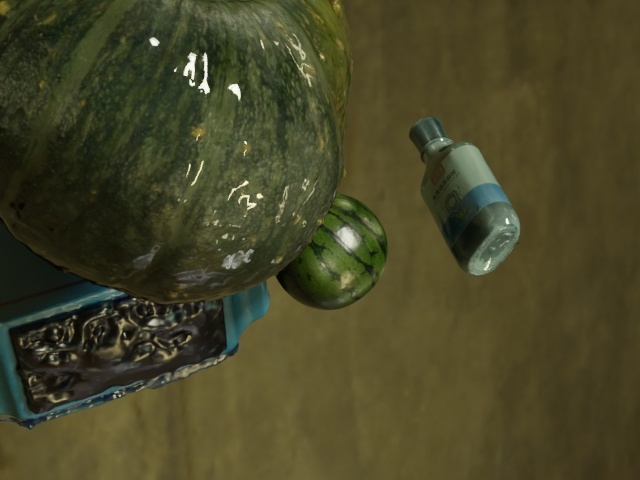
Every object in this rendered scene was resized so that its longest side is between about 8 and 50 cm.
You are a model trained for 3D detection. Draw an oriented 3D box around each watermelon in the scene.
[{"bbox_3d":[0.004,0.006,1.172,0.109,0.109,0.109,-10,101,-63],"label":"watermelon"}]

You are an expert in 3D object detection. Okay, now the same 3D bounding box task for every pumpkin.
[{"bbox_3d":[-0.109,-0.121,0.976,0.291,0.257,0.328,31,45,-11],"label":"pumpkin"}]

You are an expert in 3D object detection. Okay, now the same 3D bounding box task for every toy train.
[{"bbox_3d":[-0.216,0.012,1.285,0.188,0.300,0.265,87,-20,-49],"label":"toy train"}]

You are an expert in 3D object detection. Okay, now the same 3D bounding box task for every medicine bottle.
[{"bbox_3d":[0.154,-0.058,1.584,0.053,0.090,0.208,12,37,-34],"label":"medicine bottle"}]

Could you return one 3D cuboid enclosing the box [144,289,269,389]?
[{"bbox_3d":[-0.175,0.066,1.737,0.210,0.129,0.148,-37,155,-14],"label":"box"}]
